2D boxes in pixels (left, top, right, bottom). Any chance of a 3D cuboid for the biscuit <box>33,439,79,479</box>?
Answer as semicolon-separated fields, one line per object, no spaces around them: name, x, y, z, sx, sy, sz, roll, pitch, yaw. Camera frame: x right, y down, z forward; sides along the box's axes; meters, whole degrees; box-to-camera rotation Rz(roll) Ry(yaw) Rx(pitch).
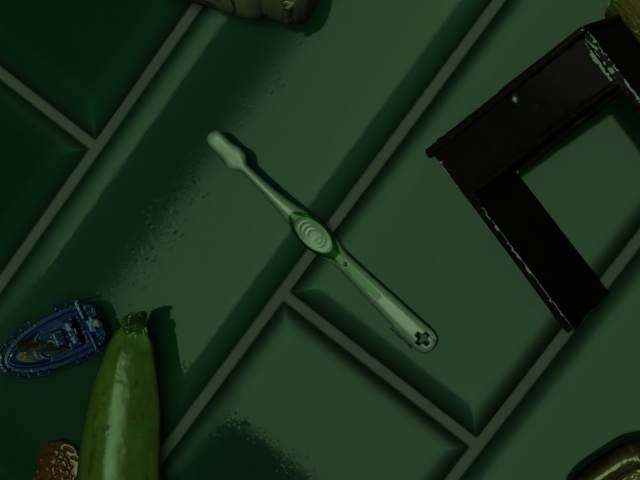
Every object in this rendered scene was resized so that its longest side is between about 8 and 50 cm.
biscuit;-0.369;0.328;1.926;0.078;0.015;0.091;-17;87;11

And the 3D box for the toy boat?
toy boat;-0.384;0.144;1.878;0.175;0.110;0.091;-24;86;12

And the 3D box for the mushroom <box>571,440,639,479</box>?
mushroom;0.392;0.311;1.747;0.210;0.072;0.094;-34;86;6

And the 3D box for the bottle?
bottle;-0.104;-0.352;1.826;0.209;0.097;0.110;18;51;9

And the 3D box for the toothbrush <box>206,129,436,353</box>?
toothbrush;-0.001;0.000;1.835;0.418;0.040;0.042;44;96;7

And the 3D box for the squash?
squash;-0.274;0.279;1.858;0.118;0.118;0.370;2;90;11

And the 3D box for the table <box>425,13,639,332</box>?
table;0.330;-0.083;1.660;0.250;0.196;0.282;-38;85;27

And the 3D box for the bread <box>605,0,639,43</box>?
bread;0.418;-0.286;1.709;0.082;0.125;0.106;-43;92;-9
